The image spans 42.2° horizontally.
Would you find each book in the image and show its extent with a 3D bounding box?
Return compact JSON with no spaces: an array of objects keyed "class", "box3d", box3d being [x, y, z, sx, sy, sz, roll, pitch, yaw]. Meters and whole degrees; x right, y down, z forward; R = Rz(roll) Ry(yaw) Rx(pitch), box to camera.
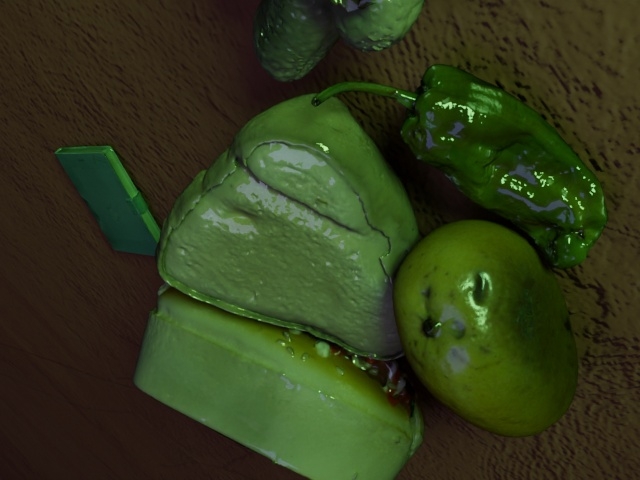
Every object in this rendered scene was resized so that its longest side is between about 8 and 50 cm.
[{"class":"book","box3d":[-0.223,-0.042,0.899,0.103,0.017,0.135,4,130,43]}]

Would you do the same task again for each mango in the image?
[{"class":"mango","box3d":[0.130,0.068,0.599,0.098,0.137,0.195,-12,142,43]}]

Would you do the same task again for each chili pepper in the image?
[{"class":"chili pepper","box3d":[0.102,-0.065,0.532,0.204,0.073,0.072,37,128,-13]}]

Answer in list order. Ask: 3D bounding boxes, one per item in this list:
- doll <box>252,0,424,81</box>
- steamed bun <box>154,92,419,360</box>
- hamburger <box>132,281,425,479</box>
[{"class":"doll","box3d":[-0.005,-0.189,0.444,0.175,0.149,0.278,35,151,-4]},{"class":"steamed bun","box3d":[-0.004,-0.022,0.647,0.231,0.110,0.212,21,136,0]},{"class":"hamburger","box3d":[-0.039,0.136,0.804,0.295,0.151,0.227,19,162,22]}]
